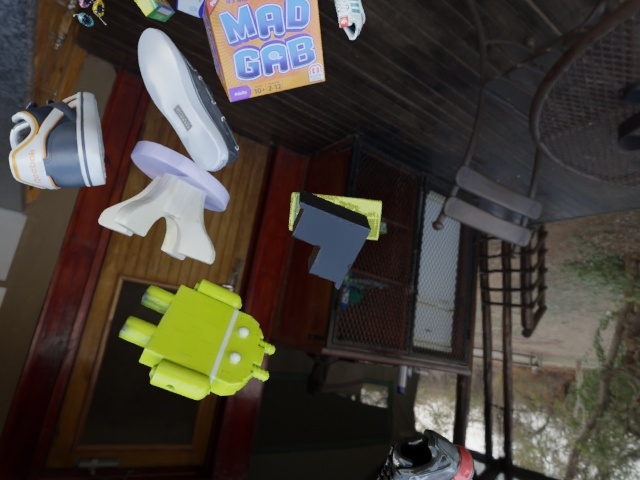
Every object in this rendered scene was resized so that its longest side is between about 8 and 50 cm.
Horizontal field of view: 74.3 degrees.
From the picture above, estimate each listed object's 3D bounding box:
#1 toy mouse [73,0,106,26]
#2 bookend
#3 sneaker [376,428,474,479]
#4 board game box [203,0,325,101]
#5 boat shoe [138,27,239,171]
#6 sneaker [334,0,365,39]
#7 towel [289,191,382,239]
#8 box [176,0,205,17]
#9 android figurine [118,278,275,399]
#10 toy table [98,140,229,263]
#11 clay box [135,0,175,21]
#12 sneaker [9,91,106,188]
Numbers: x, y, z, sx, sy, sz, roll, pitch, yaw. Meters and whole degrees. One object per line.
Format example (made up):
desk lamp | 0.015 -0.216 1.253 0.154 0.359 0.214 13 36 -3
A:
toy mouse | -0.844 -0.835 1.521 0.031 0.143 0.161 31 141 3
bookend | 0.000 0.000 0.890 0.156 0.157 0.072 20 -156 -12
sneaker | 0.157 0.469 0.828 0.135 0.276 0.098 47 -170 -14
board game box | -0.220 -0.762 1.512 0.356 0.356 0.357 -16 131 -10
boat shoe | -0.197 -0.218 0.661 0.080 0.229 0.076 -30 -177 32
sneaker | 0.065 -0.571 1.039 0.057 0.075 0.161 5 158 26
towel | 0.035 -0.063 1.083 0.237 0.102 0.021 7 -176 13
box | -0.326 -0.689 1.105 0.072 0.137 0.126 11 170 -20
android figurine | -0.215 0.181 0.785 0.272 0.248 0.056 27 123 -9
toy table | -0.299 -0.063 0.851 0.252 0.161 0.274 16 166 22
clay box | -0.525 -0.745 1.201 0.053 0.222 0.127 -30 -164 14
sneaker | -0.438 -0.178 0.714 0.127 0.126 0.321 -9 -152 -22
